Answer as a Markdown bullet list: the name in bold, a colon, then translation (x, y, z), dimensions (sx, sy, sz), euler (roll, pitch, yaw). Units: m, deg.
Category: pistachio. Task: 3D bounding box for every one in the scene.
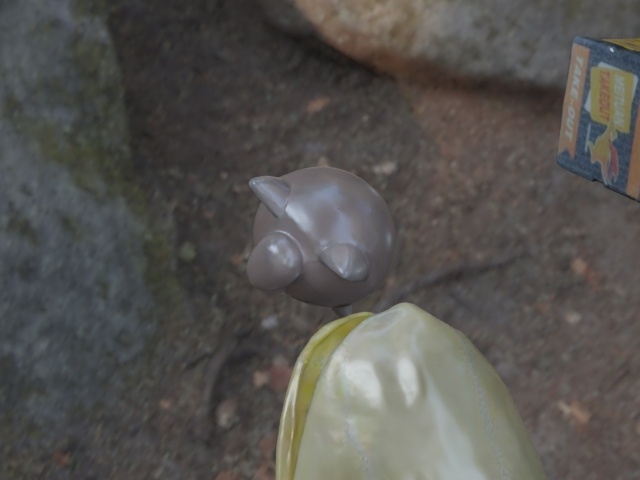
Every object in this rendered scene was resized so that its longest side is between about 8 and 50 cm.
- **pistachio**: translation (0.049, 0.135, 0.896), dimensions (0.145, 0.117, 0.200), euler (-25, 104, -26)

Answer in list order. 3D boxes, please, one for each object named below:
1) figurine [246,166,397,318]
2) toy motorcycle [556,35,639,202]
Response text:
- **figurine**: translation (0.000, 0.000, 1.397), dimensions (0.125, 0.125, 0.138), euler (50, 10, 15)
- **toy motorcycle**: translation (0.231, -0.025, 0.678), dimensions (0.157, 0.091, 0.263), euler (-7, 22, -29)
